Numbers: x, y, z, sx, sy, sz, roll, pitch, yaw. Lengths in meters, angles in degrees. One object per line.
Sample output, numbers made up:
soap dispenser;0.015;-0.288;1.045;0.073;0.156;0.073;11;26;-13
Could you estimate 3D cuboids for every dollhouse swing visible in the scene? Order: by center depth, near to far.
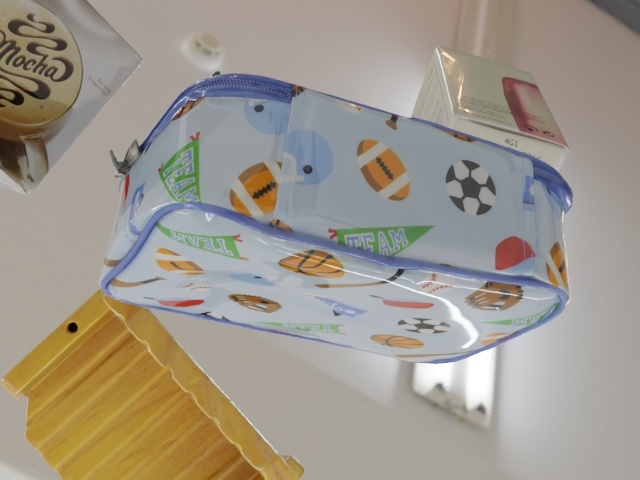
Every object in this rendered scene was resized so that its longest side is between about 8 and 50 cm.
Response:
dollhouse swing;-0.224;0.246;1.196;0.347;0.315;0.305;48;-176;-1

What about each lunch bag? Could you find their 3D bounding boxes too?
lunch bag;0.000;0.000;0.677;0.303;0.243;0.115;16;-113;-19

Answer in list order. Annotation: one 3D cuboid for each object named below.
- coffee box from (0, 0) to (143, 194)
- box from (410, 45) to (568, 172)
coffee box;-0.326;-0.201;0.848;0.297;0.119;0.168;47;-109;-31
box;0.173;-0.101;1.094;0.126;0.149;0.232;15;-152;-6
